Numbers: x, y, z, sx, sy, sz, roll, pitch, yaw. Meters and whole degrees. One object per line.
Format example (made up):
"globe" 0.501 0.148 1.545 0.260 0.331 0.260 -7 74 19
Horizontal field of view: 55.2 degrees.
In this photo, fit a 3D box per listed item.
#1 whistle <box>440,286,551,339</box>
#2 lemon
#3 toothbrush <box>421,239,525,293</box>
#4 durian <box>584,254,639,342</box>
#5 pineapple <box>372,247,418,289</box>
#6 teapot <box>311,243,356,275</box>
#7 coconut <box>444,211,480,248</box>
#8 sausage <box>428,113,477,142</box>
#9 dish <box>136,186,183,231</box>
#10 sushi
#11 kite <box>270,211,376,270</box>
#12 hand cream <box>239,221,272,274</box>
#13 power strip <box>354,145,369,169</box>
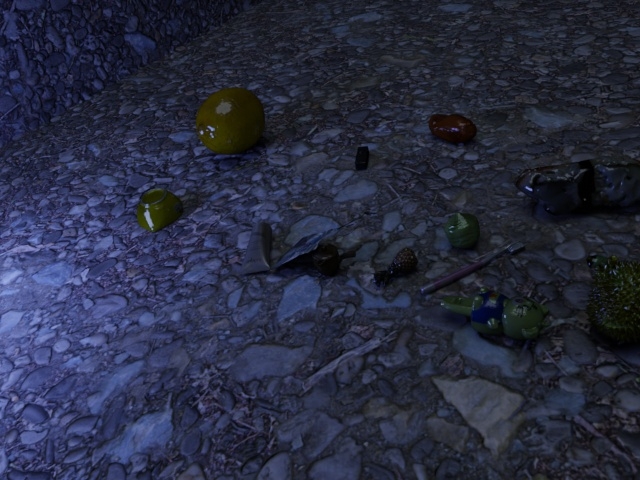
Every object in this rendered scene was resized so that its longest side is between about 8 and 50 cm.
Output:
"whistle" 0.359 0.146 1.261 0.227 0.085 0.105 12 33 32
"lemon" -0.315 -0.422 2.165 0.235 0.236 0.263 25 69 42
"toothbrush" 0.360 0.063 1.434 0.286 0.020 0.025 -24 42 -14
"durian" 0.590 0.114 1.174 0.145 0.159 0.198 8 6 13
"pineapple" 0.172 0.067 1.468 0.124 0.058 0.058 -29 37 -13
"teapot" 0.033 0.051 1.510 0.110 0.080 0.085 -1 36 17
"coconut" 0.348 -0.028 1.502 0.087 0.096 0.088 -18 19 6
"sausage" 0.419 -0.359 1.957 0.089 0.089 0.179 -31 35 -23
"dish" -0.515 -0.115 1.935 0.148 0.080 0.208 -11 36 4
"sushi" 0.660 -0.136 1.521 0.331 0.124 0.130 -9 24 9
"kite" 0.001 0.002 1.532 0.309 0.015 0.169 -22 15 45
"hand cream" -0.167 0.019 1.656 0.087 0.054 0.186 -10 41 13
"power strip" 0.133 -0.266 1.962 0.037 0.029 0.111 -5 36 13
